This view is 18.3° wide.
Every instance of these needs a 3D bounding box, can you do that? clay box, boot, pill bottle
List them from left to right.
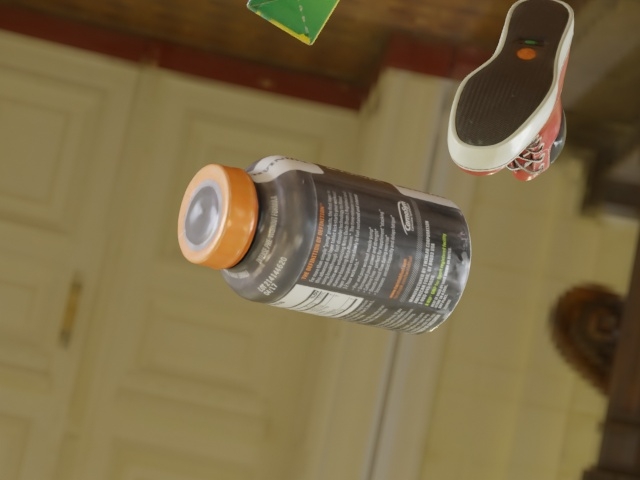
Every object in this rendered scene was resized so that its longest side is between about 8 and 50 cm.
[{"bbox_3d":[0.000,0.000,1.730,0.246,0.130,0.130,14,171,-32],"label":"pill bottle"},{"bbox_3d":[0.009,-0.216,1.294,0.053,0.127,0.222,30,-163,-9],"label":"clay box"},{"bbox_3d":[0.187,-0.097,1.900,0.088,0.244,0.176,13,132,18],"label":"boot"}]
